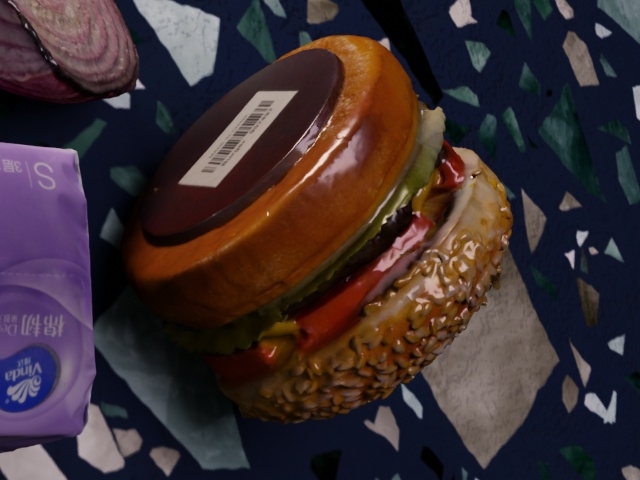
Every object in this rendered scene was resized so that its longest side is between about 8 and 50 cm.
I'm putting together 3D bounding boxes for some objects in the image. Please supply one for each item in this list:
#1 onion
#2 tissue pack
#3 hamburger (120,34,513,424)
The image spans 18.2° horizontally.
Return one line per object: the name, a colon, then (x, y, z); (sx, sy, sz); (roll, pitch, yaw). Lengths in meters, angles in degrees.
onion: (-0.272, -0.215, 1.745); (0.250, 0.111, 0.247); (60, 16, 4)
tissue pack: (-0.345, 0.040, 1.496); (0.338, 0.160, 0.242); (3, 77, -46)
hamburger: (0.000, 0.000, 1.772); (0.250, 0.330, 0.330); (47, 46, -24)
